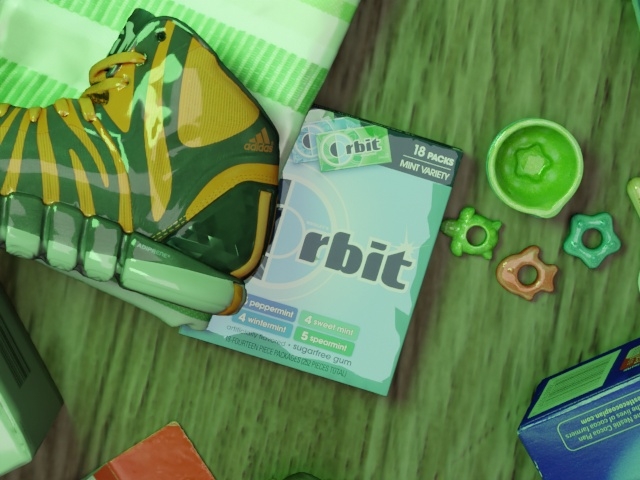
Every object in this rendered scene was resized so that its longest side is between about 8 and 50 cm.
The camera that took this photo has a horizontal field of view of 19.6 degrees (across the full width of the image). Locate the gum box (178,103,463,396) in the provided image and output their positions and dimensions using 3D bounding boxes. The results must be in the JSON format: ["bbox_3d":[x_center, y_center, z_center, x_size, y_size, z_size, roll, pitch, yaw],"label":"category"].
[{"bbox_3d":[0.000,0.000,1.326,0.157,0.041,0.184,17,96,-2],"label":"gum box"}]

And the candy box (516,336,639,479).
[{"bbox_3d":[0.329,0.200,1.278,0.268,0.122,0.317,-26,95,24],"label":"candy box"}]

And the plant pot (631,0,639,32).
[{"bbox_3d":[0.378,-0.185,1.223,0.195,0.290,0.290,-30,98,-34],"label":"plant pot"}]

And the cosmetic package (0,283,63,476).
[{"bbox_3d":[-0.375,0.151,1.259,0.365,0.197,0.155,-27,97,0],"label":"cosmetic package"}]

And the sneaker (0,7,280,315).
[{"bbox_3d":[-0.178,-0.077,1.220,0.321,0.124,0.180,18,87,-12],"label":"sneaker"}]

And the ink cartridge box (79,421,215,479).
[{"bbox_3d":[-0.143,0.240,1.350,0.179,0.045,0.145,-32,97,5],"label":"ink cartridge box"}]

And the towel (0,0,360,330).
[{"bbox_3d":[-0.121,-0.126,1.292,0.247,0.038,0.325,24,94,8],"label":"towel"}]

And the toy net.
[{"bbox_3d":[0.209,0.009,1.331,0.232,0.045,0.122,29,95,-5],"label":"toy net"}]

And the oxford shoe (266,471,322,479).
[{"bbox_3d":[0.106,0.280,1.308,0.133,0.130,0.363,-43,77,-16],"label":"oxford shoe"}]
